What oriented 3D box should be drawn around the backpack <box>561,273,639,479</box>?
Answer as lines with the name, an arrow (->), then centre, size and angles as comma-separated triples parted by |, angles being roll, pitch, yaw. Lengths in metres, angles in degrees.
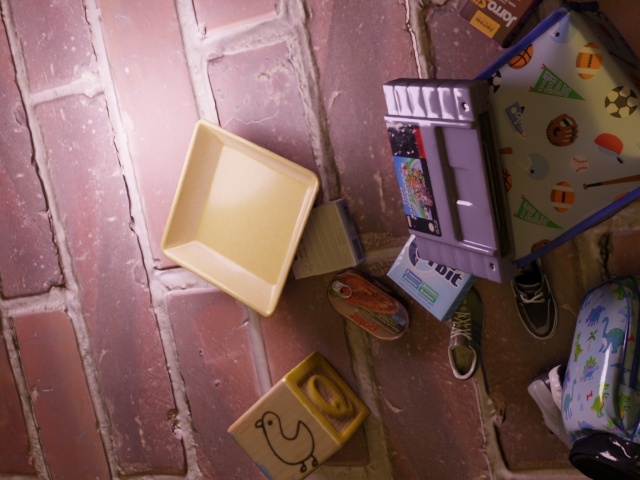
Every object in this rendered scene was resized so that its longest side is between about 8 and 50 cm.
backpack -> 0.547, 0.235, 1.284 | 0.273, 0.290, 0.356 | 32, 77, 9

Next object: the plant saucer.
plant saucer -> -0.166, -0.054, 1.630 | 0.332, 0.081, 0.333 | 28, 109, 22

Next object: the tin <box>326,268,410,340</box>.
tin -> 0.102, 0.135, 1.581 | 0.189, 0.040, 0.106 | 34, 114, 1

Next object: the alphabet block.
alphabet block -> -0.043, 0.391, 1.622 | 0.192, 0.193, 0.197 | 46, 113, 6

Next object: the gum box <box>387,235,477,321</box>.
gum box -> 0.240, 0.041, 1.498 | 0.157, 0.041, 0.184 | 42, 113, 30

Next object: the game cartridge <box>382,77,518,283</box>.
game cartridge -> 0.223, -0.108, 1.322 | 0.230, 0.068, 0.355 | 14, 126, 51

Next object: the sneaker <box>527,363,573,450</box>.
sneaker -> 0.506, 0.368, 1.461 | 0.108, 0.100, 0.272 | -31, 90, 47

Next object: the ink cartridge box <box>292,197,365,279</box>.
ink cartridge box -> 0.000, 0.000, 1.622 | 0.179, 0.045, 0.145 | -15, 95, 42

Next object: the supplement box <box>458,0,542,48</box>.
supplement box -> 0.351, -0.457, 1.358 | 0.104, 0.081, 0.188 | 39, 112, 10

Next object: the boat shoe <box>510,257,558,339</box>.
boat shoe -> 0.405, 0.093, 1.450 | 0.077, 0.070, 0.219 | -14, 95, 24

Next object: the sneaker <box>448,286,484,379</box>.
sneaker -> 0.292, 0.191, 1.505 | 0.064, 0.086, 0.192 | 1, 100, 22

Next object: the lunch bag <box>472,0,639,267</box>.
lunch bag -> 0.392, -0.165, 1.299 | 0.385, 0.239, 0.328 | -40, 79, 36
